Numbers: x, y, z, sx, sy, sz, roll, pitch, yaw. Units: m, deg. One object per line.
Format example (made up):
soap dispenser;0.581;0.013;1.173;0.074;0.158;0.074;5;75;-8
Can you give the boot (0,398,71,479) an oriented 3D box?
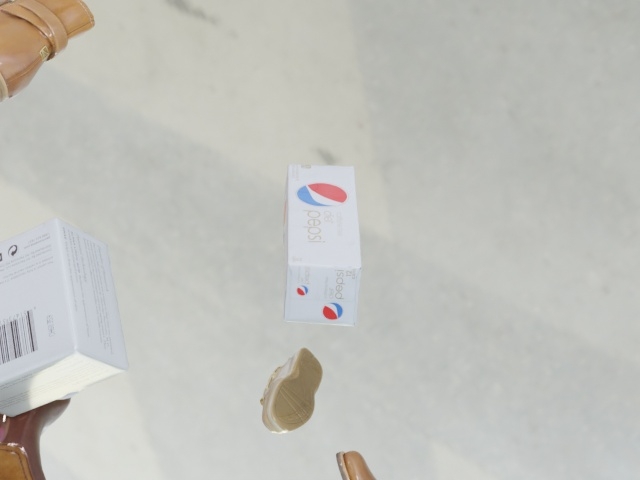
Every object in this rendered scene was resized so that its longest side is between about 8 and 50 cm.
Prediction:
boot;-0.330;0.320;2.157;0.280;0.264;0.096;32;138;22

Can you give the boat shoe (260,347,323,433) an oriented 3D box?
boat shoe;-0.044;0.198;2.170;0.059;0.170;0.063;-35;100;26

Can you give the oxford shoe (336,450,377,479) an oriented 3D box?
oxford shoe;0.094;0.323;1.999;0.212;0.076;0.076;54;-171;4

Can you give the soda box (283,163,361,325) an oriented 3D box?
soda box;0.000;0.000;1.739;0.216;0.074;0.069;-92;6;-61

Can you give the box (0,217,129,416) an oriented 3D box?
box;-0.350;0.096;2.113;0.119;0.181;0.181;34;-141;-58

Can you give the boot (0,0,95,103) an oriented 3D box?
boot;-0.411;-0.236;1.961;0.283;0.220;0.109;21;141;44
